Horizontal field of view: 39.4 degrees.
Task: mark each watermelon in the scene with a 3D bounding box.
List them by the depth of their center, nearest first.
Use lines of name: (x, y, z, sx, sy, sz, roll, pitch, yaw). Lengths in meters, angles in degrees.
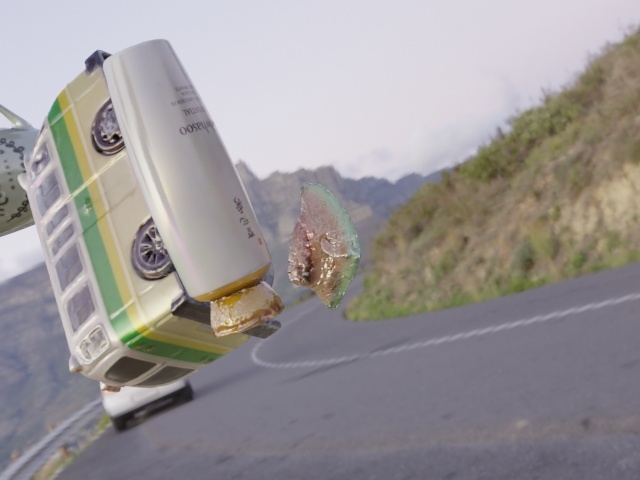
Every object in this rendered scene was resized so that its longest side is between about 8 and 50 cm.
watermelon: (0.008, -0.004, 1.145, 0.080, 0.155, 0.101, 12, -26, -26)

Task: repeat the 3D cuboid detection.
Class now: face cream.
face cream: (-0.077, -0.031, 0.545, 0.051, 0.182, 0.072, -20, 4, 28)

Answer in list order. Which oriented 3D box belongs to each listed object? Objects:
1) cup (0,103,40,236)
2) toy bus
cup: (-0.533, -0.131, 1.433, 0.234, 0.258, 0.186, -16, 14, -26)
toy bus: (-0.181, -0.015, 0.874, 0.179, 0.305, 0.143, -36, -30, 20)
